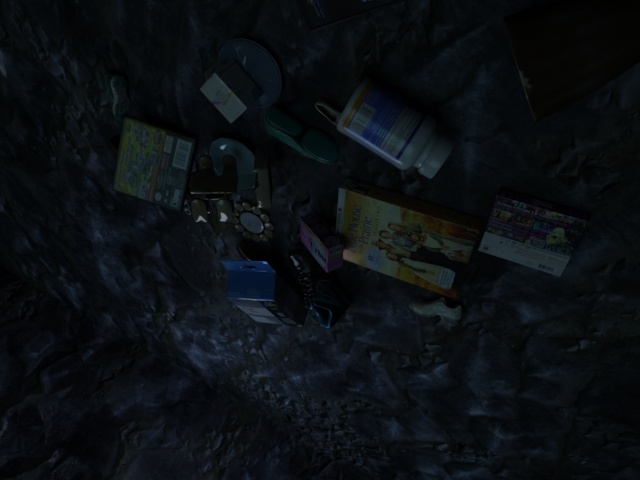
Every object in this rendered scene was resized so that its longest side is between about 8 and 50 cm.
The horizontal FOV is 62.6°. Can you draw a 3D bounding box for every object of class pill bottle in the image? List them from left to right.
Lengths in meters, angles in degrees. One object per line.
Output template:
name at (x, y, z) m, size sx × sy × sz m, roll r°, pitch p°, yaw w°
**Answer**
pill bottle at (0.190, -0.271, 1.309) m, size 0.272 × 0.152 × 0.152 m, roll 32°, pitch 140°, yaw 1°

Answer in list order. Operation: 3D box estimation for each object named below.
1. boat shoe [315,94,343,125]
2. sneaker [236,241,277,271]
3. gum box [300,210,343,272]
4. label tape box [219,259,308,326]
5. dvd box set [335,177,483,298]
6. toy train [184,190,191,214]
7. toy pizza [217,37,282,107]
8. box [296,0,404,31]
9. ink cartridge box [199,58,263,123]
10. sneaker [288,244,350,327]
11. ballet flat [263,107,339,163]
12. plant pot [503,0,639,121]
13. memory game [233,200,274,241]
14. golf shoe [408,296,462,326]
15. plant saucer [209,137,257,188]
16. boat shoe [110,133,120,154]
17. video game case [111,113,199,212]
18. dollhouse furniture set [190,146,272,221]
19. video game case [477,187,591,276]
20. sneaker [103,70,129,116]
boat shoe at (0.043, -0.335, 1.425) m, size 0.137 × 0.043 × 0.049 m, roll 41°, pitch 137°, yaw -12°
sneaker at (-0.259, 0.085, 2.019) m, size 0.185 × 0.069 × 0.084 m, roll 43°, pitch 134°, yaw -10°
gum box at (0.000, 0.000, 1.709) m, size 0.188 × 0.062 × 0.107 m, roll 49°, pitch 152°, yaw 39°
label tape box at (-0.229, 0.208, 2.028) m, size 0.241 × 0.105 × 0.333 m, roll -1°, pitch 146°, yaw 33°
dvd box set at (0.249, -0.004, 1.606) m, size 0.421 × 0.062 × 0.307 m, roll 20°, pitch 138°, yaw 15°
toy train at (-0.547, -0.165, 1.980) m, size 0.166 × 0.046 × 0.125 m, roll 21°, pitch 140°, yaw 18°
toy pizza at (-0.193, -0.463, 1.459) m, size 0.201 × 0.032 × 0.201 m, roll 17°, pitch 136°, yaw 17°
box at (0.048, -0.628, 1.111) m, size 0.294 × 0.073 × 0.295 m, roll -1°, pitch 130°, yaw 35°
ink cartridge box at (-0.250, -0.416, 1.445) m, size 0.143 × 0.092 × 0.090 m, roll 47°, pitch 138°, yaw -14°
sneaker at (-0.014, 0.164, 1.884) m, size 0.125 × 0.139 × 0.340 m, roll -13°, pitch 120°, yaw 43°
ballet flat at (-0.053, -0.292, 1.516) m, size 0.247 × 0.083 × 0.087 m, roll 33°, pitch 164°, yaw 1°
plant pot at (0.494, -0.367, 0.996) m, size 0.231 × 0.215 × 0.215 m, roll -17°, pitch 121°, yaw 26°
memory game at (-0.248, -0.067, 1.905) m, size 0.186 × 0.012 × 0.186 m, roll 18°, pitch 137°, yaw 18°
golf shoe at (0.385, 0.216, 1.751) m, size 0.176 × 0.069 × 0.086 m, roll 15°, pitch 117°, yaw 16°
plant saucer at (-0.269, -0.257, 1.710) m, size 0.195 × 0.037 × 0.194 m, roll 19°, pitch 138°, yaw 18°
boat shoe at (-0.612, -0.262, 1.871) m, size 0.307 × 0.110 × 0.104 m, roll 31°, pitch 139°, yaw 3°
video game case at (-0.561, -0.256, 1.780) m, size 0.248 × 0.035 × 0.274 m, roll 18°, pitch 115°, yaw -4°
dollhouse furniture set at (-0.272, -0.188, 1.599) m, size 0.242 × 0.212 × 0.161 m, roll -1°, pitch 137°, yaw -2°
video game case at (0.560, -0.019, 1.403) m, size 0.232 × 0.041 × 0.210 m, roll 19°, pitch 138°, yaw 16°
sneaker at (-0.679, -0.488, 1.742) m, size 0.076 × 0.065 × 0.166 m, roll 40°, pitch 139°, yaw 18°
